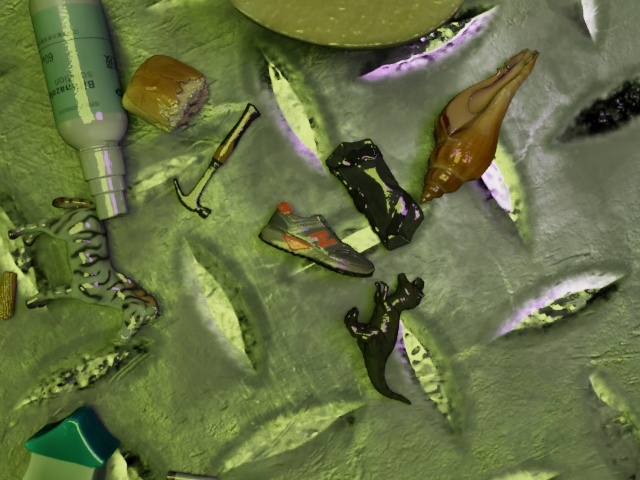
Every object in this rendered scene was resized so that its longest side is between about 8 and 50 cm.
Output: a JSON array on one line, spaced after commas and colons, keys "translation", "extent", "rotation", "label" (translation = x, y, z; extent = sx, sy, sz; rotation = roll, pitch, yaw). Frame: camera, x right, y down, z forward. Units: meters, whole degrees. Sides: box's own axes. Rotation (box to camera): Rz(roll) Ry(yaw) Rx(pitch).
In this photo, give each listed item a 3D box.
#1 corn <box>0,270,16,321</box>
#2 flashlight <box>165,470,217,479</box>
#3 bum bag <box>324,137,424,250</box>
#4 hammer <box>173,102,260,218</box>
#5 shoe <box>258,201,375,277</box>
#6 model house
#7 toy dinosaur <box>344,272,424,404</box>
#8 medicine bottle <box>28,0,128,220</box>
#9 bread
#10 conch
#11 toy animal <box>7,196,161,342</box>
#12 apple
[{"translation": [-0.508, 0.091, 1.184], "extent": [0.028, 0.027, 0.083], "rotation": [9, 89, -10], "label": "corn"}, {"translation": [-0.212, 0.395, 1.201], "extent": [0.083, 0.018, 0.018], "rotation": [8, 93, -1], "label": "flashlight"}, {"translation": [0.091, -0.078, 1.179], "extent": [0.087, 0.049, 0.197], "rotation": [-35, 92, 5], "label": "bum bag"}, {"translation": [-0.166, -0.137, 1.186], "extent": [0.078, 0.021, 0.201], "rotation": [33, 90, -2], "label": "hammer"}, {"translation": [0.002, 0.000, 1.170], "extent": [0.195, 0.074, 0.077], "rotation": [21, 86, 1], "label": "shoe"}, {"translation": [-0.395, 0.340, 1.156], "extent": [0.127, 0.100, 0.148], "rotation": [15, 94, -2], "label": "model house"}, {"translation": [0.129, 0.155, 1.167], "extent": [0.179, 0.087, 0.187], "rotation": [39, 92, 0], "label": "toy dinosaur"}, {"translation": [-0.360, -0.207, 1.137], "extent": [0.110, 0.110, 0.351], "rotation": [-13, 92, -1], "label": "medicine bottle"}, {"translation": [-0.237, -0.233, 1.131], "extent": [0.106, 0.082, 0.125], "rotation": [34, 50, -5], "label": "bread"}, {"translation": [0.250, -0.183, 1.168], "extent": [0.109, 0.093, 0.330], "rotation": [32, 70, 16], "label": "conch"}, {"translation": [-0.385, 0.060, 1.161], "extent": [0.170, 0.090, 0.255], "rotation": [-32, 94, -5], "label": "toy animal"}, {"translation": [0.032, -0.455, 1.056], "extent": [0.361, 0.320, 0.311], "rotation": [0, 130, 5], "label": "apple"}]
